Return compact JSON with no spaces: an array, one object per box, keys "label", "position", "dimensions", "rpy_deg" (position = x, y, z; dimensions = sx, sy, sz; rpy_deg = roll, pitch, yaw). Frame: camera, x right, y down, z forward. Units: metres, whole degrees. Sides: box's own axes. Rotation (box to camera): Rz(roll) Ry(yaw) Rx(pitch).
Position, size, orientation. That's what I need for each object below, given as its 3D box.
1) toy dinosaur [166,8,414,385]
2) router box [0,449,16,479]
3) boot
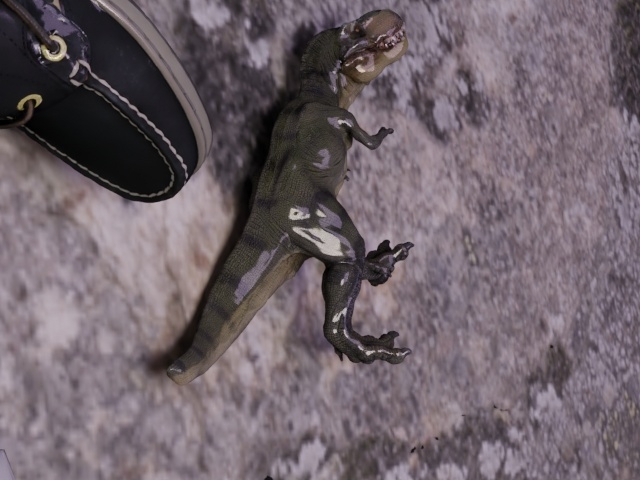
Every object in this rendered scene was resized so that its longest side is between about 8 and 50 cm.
[{"label":"toy dinosaur","position":[0.000,0.000,0.795],"dimensions":[0.118,0.064,0.268],"rpy_deg":[47,46,-28]},{"label":"router box","position":[-0.136,0.247,0.391],"dimensions":[0.335,0.082,0.301],"rpy_deg":[69,21,3]},{"label":"boot","position":[-0.152,-0.042,0.558],"dimensions":[0.236,0.085,0.178],"rpy_deg":[43,49,-33]}]
